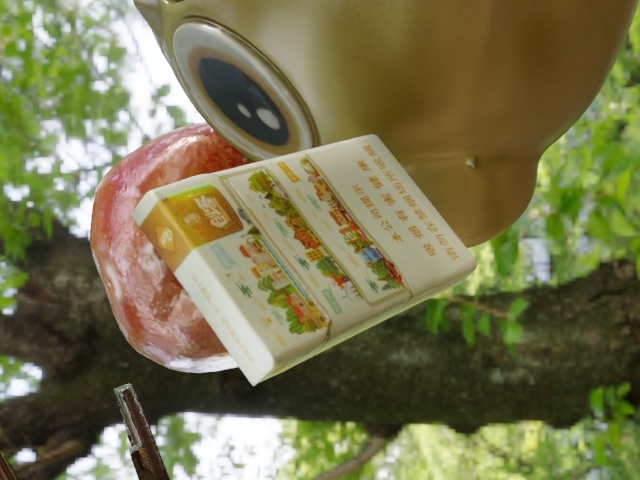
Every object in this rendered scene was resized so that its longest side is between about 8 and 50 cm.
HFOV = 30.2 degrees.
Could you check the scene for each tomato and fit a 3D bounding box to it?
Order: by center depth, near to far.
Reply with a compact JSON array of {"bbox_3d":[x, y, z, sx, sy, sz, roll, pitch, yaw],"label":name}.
[{"bbox_3d":[-0.100,0.007,1.406,0.290,0.325,0.293,139,109,-86],"label":"tomato"}]

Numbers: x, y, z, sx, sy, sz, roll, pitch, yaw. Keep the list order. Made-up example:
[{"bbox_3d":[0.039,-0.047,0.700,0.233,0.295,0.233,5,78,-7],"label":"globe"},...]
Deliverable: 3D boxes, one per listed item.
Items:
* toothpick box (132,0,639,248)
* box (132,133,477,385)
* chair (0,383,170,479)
[{"bbox_3d":[0.052,-0.244,0.939,0.409,0.408,0.426,-60,-28,-66],"label":"toothpick box"},{"bbox_3d":[0.000,0.001,0.719,0.220,0.032,0.122,-21,-111,-51],"label":"box"},{"bbox_3d":[-0.191,0.343,1.207,0.183,0.175,0.327,23,135,68],"label":"chair"}]
